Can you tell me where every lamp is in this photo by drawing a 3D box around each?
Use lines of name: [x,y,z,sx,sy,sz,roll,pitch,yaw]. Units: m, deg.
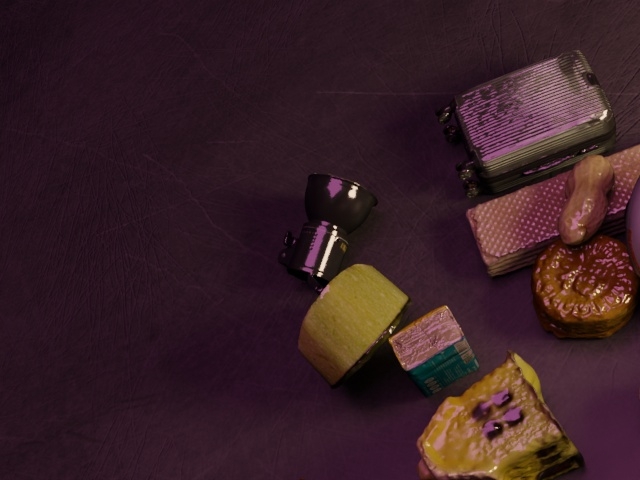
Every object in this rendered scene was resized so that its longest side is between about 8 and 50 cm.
lamp: [0.000,0.000,1.838,0.172,0.147,0.228,10,73,41]

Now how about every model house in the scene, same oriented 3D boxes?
model house: [0.268,0.318,1.496,0.234,0.193,0.175,-29,55,8]

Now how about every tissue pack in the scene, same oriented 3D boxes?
tissue pack: [0.195,0.192,1.612,0.120,0.169,0.082,-32,60,3]

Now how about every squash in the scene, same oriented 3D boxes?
squash: [0.053,0.150,1.662,0.133,0.220,0.220,38,79,8]

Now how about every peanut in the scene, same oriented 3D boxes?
peanut: [0.452,-0.068,1.607,0.082,0.082,0.187,3,51,24]

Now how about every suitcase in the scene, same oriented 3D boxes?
suitcase: [0.394,-0.222,1.795,0.312,0.128,0.202,-20,56,10]

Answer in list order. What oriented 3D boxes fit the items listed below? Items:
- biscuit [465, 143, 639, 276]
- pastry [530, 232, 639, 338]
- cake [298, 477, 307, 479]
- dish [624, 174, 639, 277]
biscuit: [0.482,-0.068,1.700,0.425,0.078,0.144,-20,55,10]
pastry: [0.452,0.077,1.611,0.188,0.103,0.189,-11,57,17]
cake: [0.023,0.499,1.430,0.196,0.293,0.199,18,66,28]
dish: [0.574,-0.042,1.558,0.273,0.273,0.133,-54,34,-13]
